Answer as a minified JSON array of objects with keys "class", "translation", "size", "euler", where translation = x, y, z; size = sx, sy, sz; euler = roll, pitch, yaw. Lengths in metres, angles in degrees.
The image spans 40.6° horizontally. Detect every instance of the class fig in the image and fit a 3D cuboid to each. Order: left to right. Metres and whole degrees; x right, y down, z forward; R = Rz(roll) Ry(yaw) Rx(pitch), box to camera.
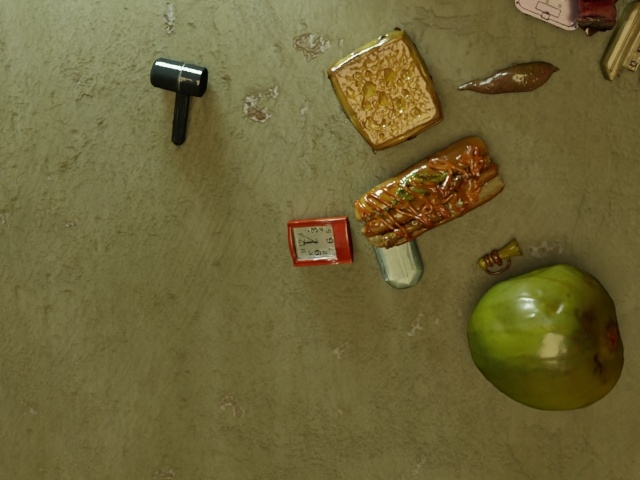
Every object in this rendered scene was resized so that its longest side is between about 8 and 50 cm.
[{"class":"fig","translation":[0.488,0.220,1.929],"size":[0.343,0.343,0.344],"euler":[3,106,9]}]

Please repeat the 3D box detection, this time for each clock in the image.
[{"class":"clock","translation":[0.000,0.000,2.078],"size":[0.155,0.061,0.113],"euler":[-4,105,15]},{"class":"clock","translation":[0.497,-0.519,1.846],"size":[0.152,0.050,0.110],"euler":[23,108,2]}]

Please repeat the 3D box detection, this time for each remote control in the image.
[{"class":"remote control","translation":[0.172,0.001,2.053],"size":[0.104,0.052,0.247],"euler":[-18,100,10]}]

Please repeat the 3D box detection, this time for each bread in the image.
[{"class":"bread","translation":[0.150,-0.331,1.939],"size":[0.210,0.099,0.235],"euler":[-27,94,14]}]

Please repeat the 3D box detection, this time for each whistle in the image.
[{"class":"whistle","translation":[0.423,0.041,2.033],"size":[0.109,0.057,0.046],"euler":[-31,54,25]}]

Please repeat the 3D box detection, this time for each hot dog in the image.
[{"class":"hot dog","translation":[0.244,-0.102,1.947],"size":[0.348,0.117,0.158],"euler":[-27,99,3]}]

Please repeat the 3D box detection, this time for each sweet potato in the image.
[{"class":"sweet potato","translation":[0.414,-0.353,1.902],"size":[0.226,0.068,0.068],"euler":[-10,104,13]}]

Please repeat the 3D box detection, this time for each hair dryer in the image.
[{"class":"hair dryer","translation":[-0.340,-0.316,2.050],"size":[0.124,0.071,0.219],"euler":[12,116,8]}]

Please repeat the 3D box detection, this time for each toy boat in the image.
[{"class":"toy boat","translation":[0.666,-0.430,1.840],"size":[0.077,0.057,0.201],"euler":[22,108,-2]}]

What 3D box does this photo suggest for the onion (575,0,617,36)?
[{"class":"onion","translation":[0.564,-0.583,1.678],"size":[0.347,0.348,0.385],"euler":[5,119,8]}]
